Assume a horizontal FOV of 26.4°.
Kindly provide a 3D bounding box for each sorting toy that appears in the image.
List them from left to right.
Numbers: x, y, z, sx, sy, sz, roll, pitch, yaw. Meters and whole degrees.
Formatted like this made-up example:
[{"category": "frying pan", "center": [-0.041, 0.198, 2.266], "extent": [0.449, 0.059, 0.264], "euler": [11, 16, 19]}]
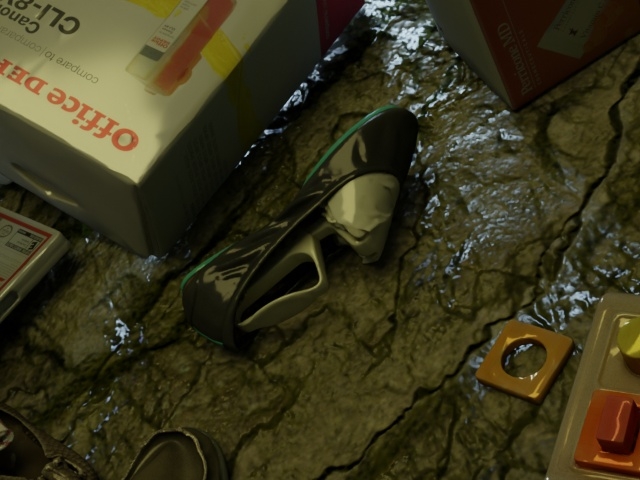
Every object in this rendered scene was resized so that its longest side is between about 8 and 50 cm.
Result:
[{"category": "sorting toy", "center": [0.268, 0.115, 1.011], "extent": [0.347, 0.047, 0.196], "euler": [5, 55, 32]}]

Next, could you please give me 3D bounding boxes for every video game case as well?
[{"category": "video game case", "center": [-0.405, 0.080, 1.402], "extent": [0.204, 0.025, 0.285], "euler": [19, 62, 49]}]

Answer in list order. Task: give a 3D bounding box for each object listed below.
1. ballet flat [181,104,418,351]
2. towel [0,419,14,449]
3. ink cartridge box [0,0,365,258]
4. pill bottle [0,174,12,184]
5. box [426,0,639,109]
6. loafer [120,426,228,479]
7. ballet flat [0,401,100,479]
[{"category": "ballet flat", "center": [0.000, 0.000, 1.237], "extent": [0.280, 0.095, 0.096], "euler": [-42, 54, 3]}, {"category": "towel", "center": [-0.388, 0.190, 1.202], "extent": [0.197, 0.029, 0.144], "euler": [-25, 32, -33]}, {"category": "ink cartridge box", "center": [-0.172, -0.215, 1.401], "extent": [0.279, 0.160, 0.385], "euler": [29, 68, 16]}, {"category": "pill bottle", "center": [-0.327, -0.173, 1.537], "extent": [0.119, 0.119, 0.208], "euler": [15, 60, 37]}, {"category": "box", "center": [0.256, -0.324, 1.286], "extent": [0.345, 0.215, 0.168], "euler": [-33, 44, -1]}, {"category": "loafer", "center": [-0.149, 0.251, 1.087], "extent": [0.094, 0.087, 0.251], "euler": [0, 52, 28]}, {"category": "ballet flat", "center": [-0.292, 0.190, 1.240], "extent": [0.249, 0.058, 0.084], "euler": [20, 63, 39]}]
